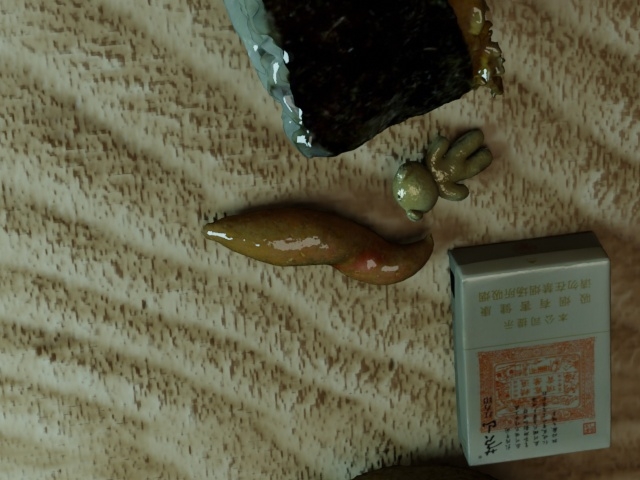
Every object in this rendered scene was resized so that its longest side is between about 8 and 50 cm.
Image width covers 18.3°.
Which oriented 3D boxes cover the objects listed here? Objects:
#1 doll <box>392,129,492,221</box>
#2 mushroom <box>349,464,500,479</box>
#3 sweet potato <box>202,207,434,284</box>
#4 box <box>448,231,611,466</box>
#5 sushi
[{"bbox_3d":[0.105,-0.056,1.706,0.093,0.051,0.061,-23,111,2],"label":"doll"},{"bbox_3d":[0.091,0.374,1.807,0.345,0.345,0.239,-9,160,-4],"label":"mushroom"},{"bbox_3d":[0.000,0.002,1.717,0.202,0.058,0.055,11,93,-13],"label":"sweet potato"},{"bbox_3d":[0.190,0.098,1.793,0.141,0.058,0.201,-6,118,-6],"label":"box"},{"bbox_3d":[0.011,-0.238,1.507,0.207,0.234,0.348,-21,141,-2],"label":"sushi"}]
